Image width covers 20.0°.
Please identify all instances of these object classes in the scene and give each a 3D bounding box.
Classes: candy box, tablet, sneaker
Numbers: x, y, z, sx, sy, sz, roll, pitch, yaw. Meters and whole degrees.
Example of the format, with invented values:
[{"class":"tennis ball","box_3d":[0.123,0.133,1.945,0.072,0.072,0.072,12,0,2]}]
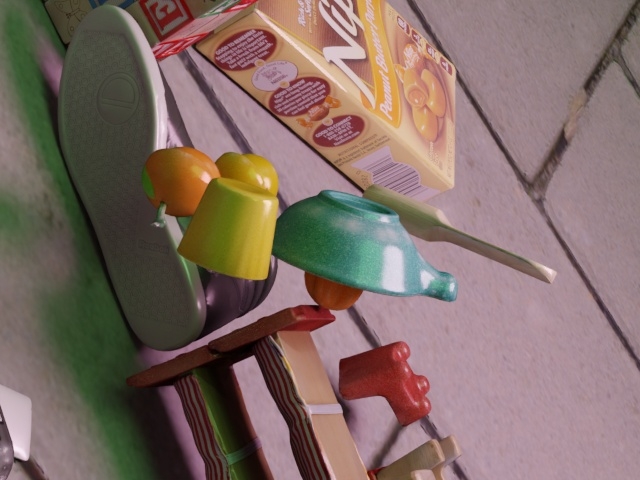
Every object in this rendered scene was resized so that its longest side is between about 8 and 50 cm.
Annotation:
[{"class":"candy box","box_3d":[0.014,-0.188,1.870,0.316,0.087,0.183,39,38,-35]},{"class":"tablet","box_3d":[-0.243,0.124,1.326,0.083,0.006,0.054,33,42,-41]},{"class":"sneaker","box_3d":[-0.127,-0.055,1.551,0.147,0.104,0.295,-6,78,-59]}]

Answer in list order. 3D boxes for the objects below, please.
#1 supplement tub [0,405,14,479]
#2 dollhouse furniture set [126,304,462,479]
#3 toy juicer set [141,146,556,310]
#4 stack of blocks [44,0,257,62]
[{"class":"supplement tub","box_3d":[-0.272,0.106,1.189,0.117,0.117,0.190,-3,71,-57]},{"class":"dollhouse furniture set","box_3d":[0.000,0.178,1.558,0.201,0.152,0.374,68,14,10]},{"class":"toy juicer set","box_3d":[0.000,0.000,1.457,0.329,0.209,0.089,10,102,-35]},{"class":"stack of blocks","box_3d":[-0.186,-0.306,1.577,0.297,0.171,0.087,63,31,1]}]
